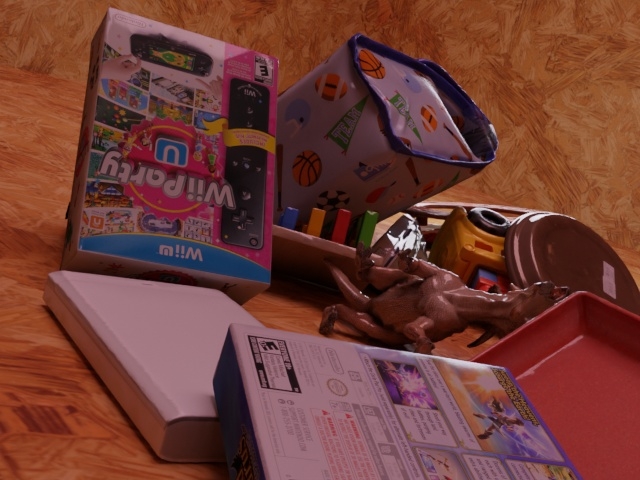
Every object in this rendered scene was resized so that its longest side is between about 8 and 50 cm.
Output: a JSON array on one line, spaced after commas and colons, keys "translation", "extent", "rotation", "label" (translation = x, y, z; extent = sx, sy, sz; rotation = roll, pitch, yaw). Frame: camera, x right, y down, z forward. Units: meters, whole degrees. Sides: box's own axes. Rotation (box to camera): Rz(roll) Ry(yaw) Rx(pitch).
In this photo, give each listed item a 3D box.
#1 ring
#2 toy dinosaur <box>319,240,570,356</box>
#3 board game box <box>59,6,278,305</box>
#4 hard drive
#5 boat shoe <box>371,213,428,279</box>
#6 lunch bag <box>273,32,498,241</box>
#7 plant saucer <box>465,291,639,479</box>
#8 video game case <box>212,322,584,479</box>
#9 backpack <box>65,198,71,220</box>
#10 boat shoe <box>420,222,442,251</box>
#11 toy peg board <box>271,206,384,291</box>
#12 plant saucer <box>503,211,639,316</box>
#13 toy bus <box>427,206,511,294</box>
[{"translation": [0.293, -0.040, 1.666], "extent": [0.336, 0.032, 0.336], "rotation": [3, 7, 0], "label": "ring"}, {"translation": [0.130, 0.090, 1.112], "extent": [0.296, 0.127, 0.200], "rotation": [5, -11, 44], "label": "toy dinosaur"}, {"translation": [-0.168, -0.094, 1.071], "extent": [0.224, 0.303, 0.097], "rotation": [12, -23, -25], "label": "board game box"}, {"translation": [-0.110, 0.107, 0.833], "extent": [0.203, 0.040, 0.307], "rotation": [10, 13, -35], "label": "hard drive"}, {"translation": [0.124, 0.034, 1.467], "extent": [0.094, 0.109, 0.302], "rotation": [43, 17, 3], "label": "boat shoe"}, {"translation": [0.064, -0.132, 1.445], "extent": [0.385, 0.328, 0.239], "rotation": [6, 60, -53], "label": "lunch bag"}, {"translation": [0.226, 0.163, 0.774], "extent": [0.259, 0.047, 0.258], "rotation": [-29, 32, -21], "label": "plant saucer"}, {"translation": [0.064, 0.167, 0.619], "extent": [0.244, 0.061, 0.269], "rotation": [11, 24, -18], "label": "video game case"}, {"translation": [-0.218, -0.065, 1.192], "extent": [0.188, 0.166, 0.144], "rotation": [18, 17, -12], "label": "backpack"}, {"translation": [0.245, 0.000, 1.803], "extent": [0.170, 0.063, 0.059], "rotation": [-3, 34, 30], "label": "boat shoe"}, {"translation": [0.000, 0.000, 1.253], "extent": [0.161, 0.079, 0.161], "rotation": [17, -19, -4], "label": "toy peg board"}, {"translation": [0.395, 0.067, 1.388], "extent": [0.278, 0.041, 0.278], "rotation": [22, 45, -24], "label": "plant saucer"}, {"translation": [0.289, 0.067, 1.428], "extent": [0.220, 0.149, 0.211], "rotation": [19, 24, -6], "label": "toy bus"}]
